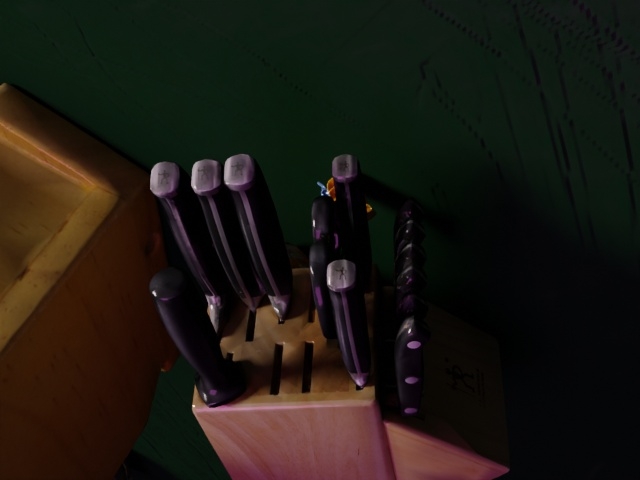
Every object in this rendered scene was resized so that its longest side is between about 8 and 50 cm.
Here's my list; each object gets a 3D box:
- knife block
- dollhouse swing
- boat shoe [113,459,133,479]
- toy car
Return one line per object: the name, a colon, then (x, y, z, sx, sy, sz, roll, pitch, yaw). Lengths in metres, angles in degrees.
knife block: (-0.027, 0.075, 0.448, 0.242, 0.088, 0.275, 27, 135, -24)
dollhouse swing: (-0.315, 0.080, 0.504, 0.305, 0.347, 0.315, 20, 144, 12)
boat shoe: (-0.385, 0.260, 0.987, 0.324, 0.116, 0.097, 14, 138, 15)
toy car: (0.000, 0.000, 0.471, 0.122, 0.060, 0.040, -42, 61, 37)
